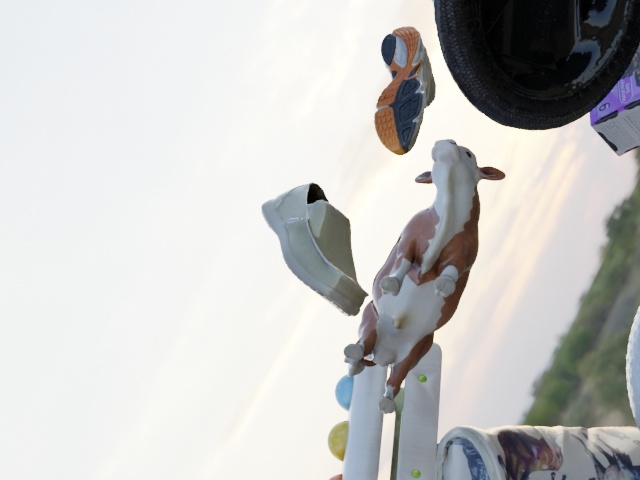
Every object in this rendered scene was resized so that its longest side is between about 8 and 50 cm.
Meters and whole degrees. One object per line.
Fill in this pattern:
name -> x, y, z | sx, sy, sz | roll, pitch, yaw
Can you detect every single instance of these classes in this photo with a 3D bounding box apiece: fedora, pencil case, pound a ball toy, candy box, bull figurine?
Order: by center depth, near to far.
bull figurine -> 0.111, 0.041, 1.529 | 0.188, 0.101, 0.310 | -55, -15, -56
fedora -> 0.221, -0.295, 1.546 | 0.152, 0.334, 0.334 | 20, 81, 59
pencil case -> 0.320, 0.296, 1.578 | 0.183, 0.410, 0.160 | 39, 121, 59
candy box -> 0.416, -0.215, 1.625 | 0.196, 0.070, 0.165 | -27, 40, 32
pound a ball toy -> 0.069, 0.306, 1.766 | 0.208, 0.136, 0.319 | 98, -179, -49

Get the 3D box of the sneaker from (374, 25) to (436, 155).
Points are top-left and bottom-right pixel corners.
sneaker -> 0.170, -0.257, 2.486 | 0.121, 0.099, 0.262 | 42, -133, -47

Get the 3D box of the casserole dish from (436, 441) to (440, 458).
casserole dish -> 0.178, 0.331, 1.754 | 0.037, 0.114, 0.188 | -31, 17, 35

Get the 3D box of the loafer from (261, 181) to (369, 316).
loafer -> 0.000, 0.000, 1.821 | 0.092, 0.268, 0.102 | -45, -51, 8

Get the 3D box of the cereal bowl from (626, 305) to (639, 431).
cereal bowl -> 0.475, 0.142, 1.378 | 0.339, 0.339, 0.141 | -66, -14, 11
